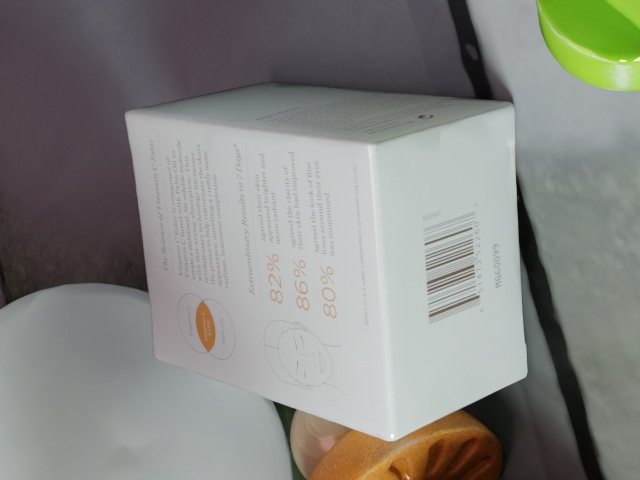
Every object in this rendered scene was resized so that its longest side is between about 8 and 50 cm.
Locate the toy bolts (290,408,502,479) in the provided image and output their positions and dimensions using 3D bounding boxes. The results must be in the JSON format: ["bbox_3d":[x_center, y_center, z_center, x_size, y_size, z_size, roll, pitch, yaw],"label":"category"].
[{"bbox_3d":[-0.022,0.180,0.602,0.158,0.228,0.218,45,133,39],"label":"toy bolts"}]

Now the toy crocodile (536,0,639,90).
[{"bbox_3d":[0.157,-0.069,0.410,0.340,0.105,0.115,48,177,25],"label":"toy crocodile"}]

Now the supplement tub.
[{"bbox_3d":[-0.171,0.181,0.778,0.316,0.228,0.228,-45,69,47],"label":"supplement tub"}]

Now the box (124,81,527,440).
[{"bbox_3d":[0.000,0.000,0.618,0.170,0.091,0.130,13,114,46],"label":"box"}]
